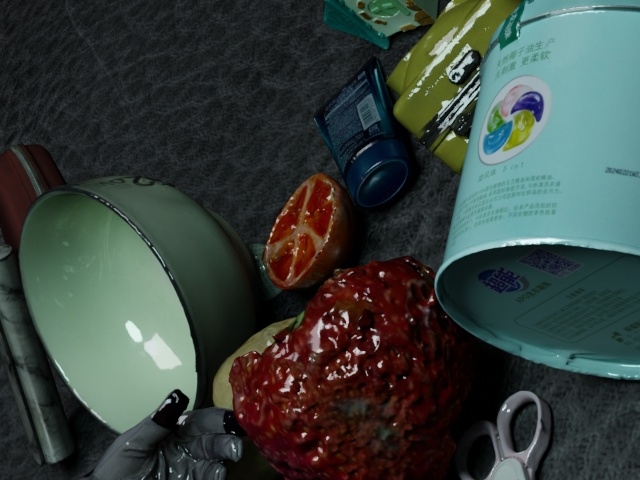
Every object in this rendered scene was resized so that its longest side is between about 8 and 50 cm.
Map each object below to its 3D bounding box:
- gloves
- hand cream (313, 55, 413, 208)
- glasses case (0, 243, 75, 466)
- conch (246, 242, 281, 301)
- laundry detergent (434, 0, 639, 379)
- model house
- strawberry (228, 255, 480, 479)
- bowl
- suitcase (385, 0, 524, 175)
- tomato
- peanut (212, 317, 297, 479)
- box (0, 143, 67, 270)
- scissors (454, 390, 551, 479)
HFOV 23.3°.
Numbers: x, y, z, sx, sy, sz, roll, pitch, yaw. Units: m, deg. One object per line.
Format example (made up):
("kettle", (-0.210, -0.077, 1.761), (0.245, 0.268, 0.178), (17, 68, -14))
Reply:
("gloves", (-0.187, 0.258, 1.719), (0.285, 0.142, 0.119), (-27, 15, 27))
("hand cream", (0.052, -0.139, 1.974), (0.120, 0.061, 0.270), (-45, 31, 17))
("glasses case", (-0.408, 0.157, 2.136), (0.060, 0.299, 0.114), (-17, 14, -10))
("conch", (-0.080, 0.038, 2.000), (0.085, 0.057, 0.076), (-23, 60, 42))
("laundry detergent", (0.272, -0.066, 1.419), (0.287, 0.287, 0.305), (-14, 53, 46))
("model house", (0.066, -0.327, 2.037), (0.149, 0.127, 0.100), (-20, 49, 39))
("strawberry", (0.055, 0.160, 1.588), (0.274, 0.274, 0.220), (-43, 69, 21))
("bowl", (-0.201, 0.067, 1.954), (0.185, 0.353, 0.354), (-27, 13, -38))
("suitcase", (0.175, -0.183, 1.673), (0.194, 0.143, 0.235), (-48, -3, 15))
("tomato", (0.000, 0.000, 1.908), (0.155, 0.069, 0.155), (-42, 35, 39))
("peanut", (-0.069, 0.195, 1.778), (0.253, 0.137, 0.122), (-62, 19, 23))
("box", (-0.389, 0.023, 2.255), (0.108, 0.263, 0.404), (-17, 34, -14))
("scissors", (0.189, 0.257, 1.497), (0.118, 0.030, 0.242), (-40, 35, 27))
